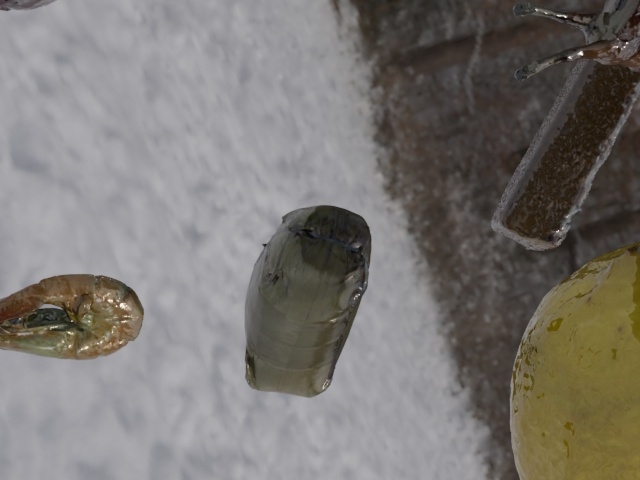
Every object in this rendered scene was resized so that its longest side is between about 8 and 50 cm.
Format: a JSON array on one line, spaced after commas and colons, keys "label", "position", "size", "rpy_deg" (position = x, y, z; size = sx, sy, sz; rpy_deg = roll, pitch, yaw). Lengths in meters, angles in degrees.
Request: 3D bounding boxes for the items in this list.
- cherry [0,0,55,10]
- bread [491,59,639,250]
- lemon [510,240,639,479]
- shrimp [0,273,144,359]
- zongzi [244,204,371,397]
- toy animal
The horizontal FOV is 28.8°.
[{"label": "cherry", "position": [-0.343, -0.361, 1.430], "size": [0.195, 0.195, 0.195], "rpy_deg": [-21, 90, -84]}, {"label": "bread", "position": [0.412, -0.179, 1.965], "size": [0.113, 0.416, 0.165], "rpy_deg": [29, 2, -1]}, {"label": "lemon", "position": [0.327, 0.161, 1.125], "size": [0.336, 0.336, 0.336], "rpy_deg": [-21, 90, -84]}, {"label": "shrimp", "position": [-0.364, 0.101, 1.632], "size": [0.061, 0.267, 0.145], "rpy_deg": [-104, -160, -47]}, {"label": "zongzi", "position": [0.000, 0.000, 1.783], "size": [0.323, 0.160, 0.360], "rpy_deg": [113, -7, -48]}, {"label": "toy animal", "position": [0.318, -0.216, 1.253], "size": [0.243, 0.260, 0.087], "rpy_deg": [129, -49, -61]}]
